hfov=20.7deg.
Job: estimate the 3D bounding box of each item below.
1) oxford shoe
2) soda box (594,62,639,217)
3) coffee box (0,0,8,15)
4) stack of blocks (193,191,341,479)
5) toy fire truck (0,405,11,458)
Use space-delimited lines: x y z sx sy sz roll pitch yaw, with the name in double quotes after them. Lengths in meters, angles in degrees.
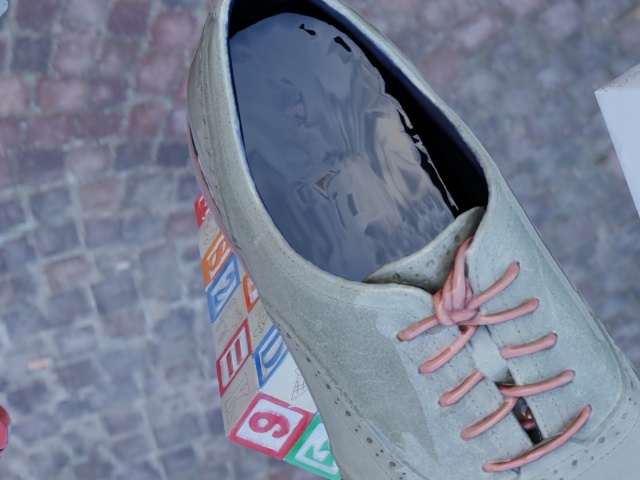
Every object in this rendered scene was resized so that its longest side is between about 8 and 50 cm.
0.050 0.052 0.640 0.123 0.348 0.130 -36 168 -5 "oxford shoe"
0.255 -0.014 1.115 0.069 0.074 0.216 -32 109 -28 "soda box"
-0.404 -0.155 1.479 0.119 0.297 0.168 48 63 -16 "coffee box"
0.000 0.000 1.206 0.087 0.297 0.171 24 115 -22 "stack of blocks"
-0.415 0.159 1.872 0.192 0.047 0.135 17 109 -17 "toy fire truck"
